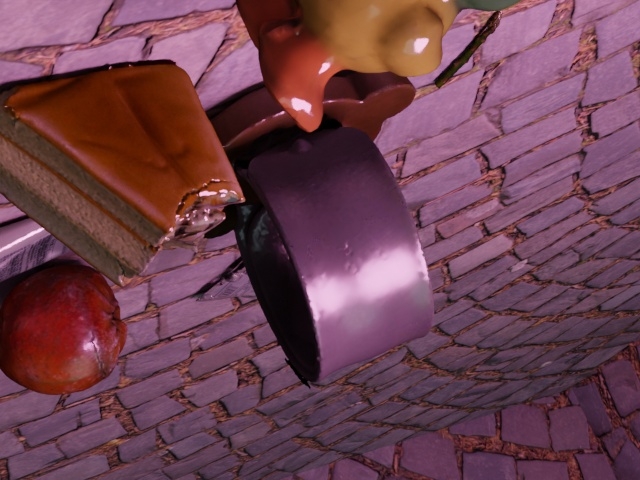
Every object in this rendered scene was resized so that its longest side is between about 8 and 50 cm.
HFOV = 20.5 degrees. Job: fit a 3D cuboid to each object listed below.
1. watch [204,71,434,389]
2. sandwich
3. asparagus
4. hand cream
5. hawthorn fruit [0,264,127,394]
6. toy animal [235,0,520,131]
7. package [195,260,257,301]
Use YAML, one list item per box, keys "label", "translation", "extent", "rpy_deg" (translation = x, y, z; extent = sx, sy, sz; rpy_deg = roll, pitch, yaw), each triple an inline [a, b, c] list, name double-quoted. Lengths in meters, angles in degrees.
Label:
- label: "watch"
  translation: [0.000, 0.000, 2.111]
  extent: [0.314, 0.327, 0.335]
  rpy_deg: [-20, 162, -13]
- label: "sandwich"
  translation: [-0.227, -0.060, 1.861]
  extent: [0.227, 0.198, 0.155]
  rpy_deg: [-12, 159, -34]
- label: "asparagus"
  translation: [0.186, -0.235, 2.190]
  extent: [0.016, 0.016, 0.163]
  rpy_deg: [8, 149, -25]
- label: "hand cream"
  translation: [-0.418, 0.028, 2.110]
  extent: [0.341, 0.077, 0.124]
  rpy_deg: [-24, 163, -26]
- label: "hawthorn fruit"
  translation: [-0.338, 0.116, 2.281]
  extent: [0.173, 0.173, 0.173]
  rpy_deg: [-22, 162, -8]
- label: "toy animal"
  translation: [0.073, -0.272, 1.670]
  extent: [0.338, 0.216, 0.191]
  rpy_deg: [-28, 135, 3]
- label: "package"
  translation: [-0.077, 0.047, 2.631]
  extent: [0.173, 0.027, 0.171]
  rpy_deg: [-3, 149, -50]
